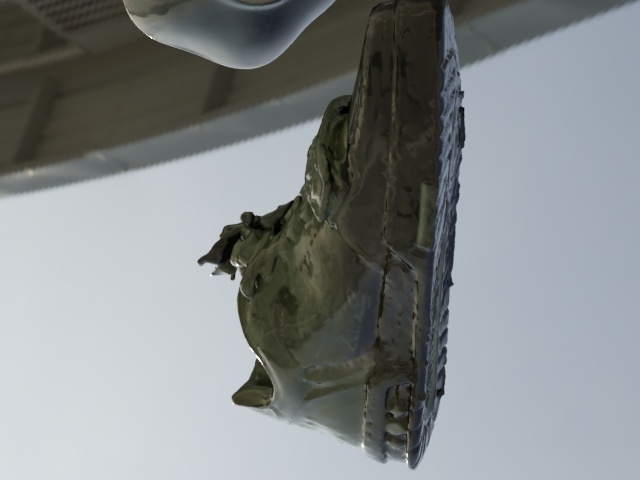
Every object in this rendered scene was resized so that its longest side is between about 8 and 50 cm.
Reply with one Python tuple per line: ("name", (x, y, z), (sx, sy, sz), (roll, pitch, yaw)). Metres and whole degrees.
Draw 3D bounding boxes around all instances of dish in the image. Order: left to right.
("dish", (-0.053, -0.212, 0.937), (0.191, 0.190, 0.066), (-53, -156, -2))

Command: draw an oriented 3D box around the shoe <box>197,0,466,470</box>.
("shoe", (0.000, -0.001, 0.747), (0.149, 0.293, 0.109), (8, -148, 13))
